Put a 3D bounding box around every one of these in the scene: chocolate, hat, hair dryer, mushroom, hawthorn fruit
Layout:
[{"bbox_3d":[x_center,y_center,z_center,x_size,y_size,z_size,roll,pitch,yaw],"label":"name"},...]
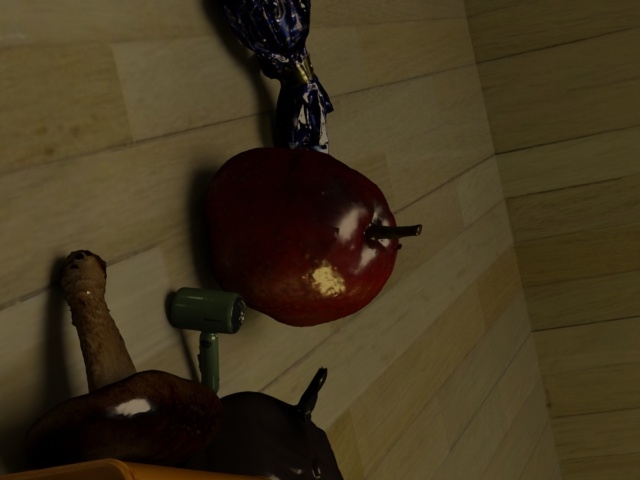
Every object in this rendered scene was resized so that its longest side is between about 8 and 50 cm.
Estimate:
[{"bbox_3d":[-0.037,-0.212,1.688,0.148,0.126,0.343,37,-28,53],"label":"chocolate"},{"bbox_3d":[-0.024,0.286,1.346,0.336,0.209,0.238,61,24,-44],"label":"hat"},{"bbox_3d":[-0.122,0.126,1.383,0.047,0.071,0.150,-39,132,-65],"label":"hair dryer"},{"bbox_3d":[-0.200,0.103,1.128,0.217,0.148,0.227,66,7,15],"label":"mushroom"},{"bbox_3d":[0.000,0.000,1.481,0.230,0.266,0.210,49,55,-48],"label":"hawthorn fruit"}]

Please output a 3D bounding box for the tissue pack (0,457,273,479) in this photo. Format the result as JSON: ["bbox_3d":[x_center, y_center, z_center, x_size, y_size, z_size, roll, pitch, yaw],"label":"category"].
[{"bbox_3d":[-0.158,0.262,1.021,0.274,0.194,0.145,29,53,-65],"label":"tissue pack"}]
